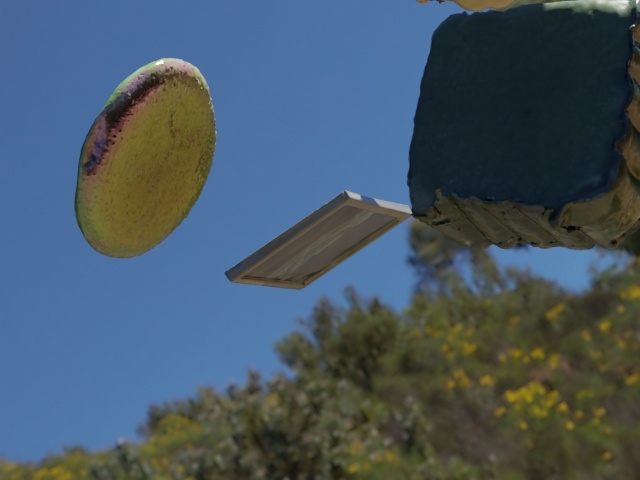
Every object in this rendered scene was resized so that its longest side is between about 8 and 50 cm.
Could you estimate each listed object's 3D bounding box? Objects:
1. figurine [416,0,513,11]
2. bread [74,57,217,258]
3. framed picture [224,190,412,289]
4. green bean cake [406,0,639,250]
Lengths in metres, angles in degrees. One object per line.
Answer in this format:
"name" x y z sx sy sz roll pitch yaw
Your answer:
"figurine" 0.170 -0.330 1.971 0.114 0.108 0.196 12 -10 -30
"bread" -0.178 -0.084 1.680 0.228 0.033 0.228 -40 -39 -42
"framed picture" 0.000 0.000 1.977 0.189 0.023 0.260 -34 -14 14
"green bean cake" 0.200 -0.098 1.401 0.227 0.223 0.125 -2 -23 39
